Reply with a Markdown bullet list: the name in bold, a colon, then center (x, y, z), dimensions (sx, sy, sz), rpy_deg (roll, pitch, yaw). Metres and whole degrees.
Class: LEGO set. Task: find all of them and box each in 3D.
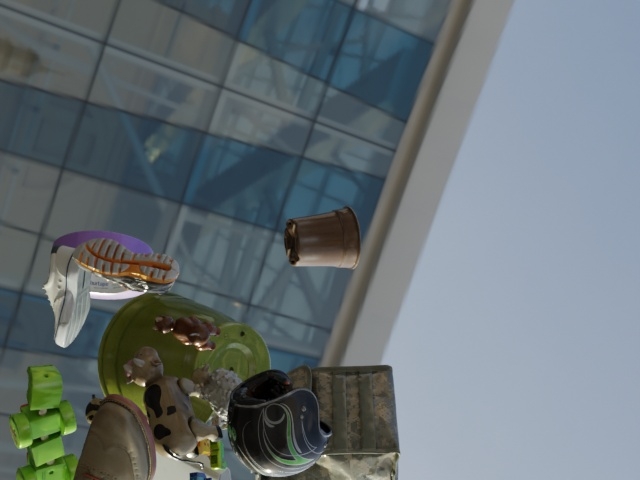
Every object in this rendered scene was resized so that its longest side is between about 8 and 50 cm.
- **LEGO set**: center (-0.213, 0.446, 2.022), dimensions (0.087, 0.093, 0.227), rpy_deg (-14, -113, 25)

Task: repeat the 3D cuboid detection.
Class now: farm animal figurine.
- **farm animal figurine**: center (-0.326, 0.308, 1.955), dimensions (0.330, 0.172, 0.327), rpy_deg (-51, -129, 13)

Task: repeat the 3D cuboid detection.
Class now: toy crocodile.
- **toy crocodile**: center (-0.538, 0.399, 1.927), dimensions (0.105, 0.115, 0.341), rpy_deg (38, -47, 47)

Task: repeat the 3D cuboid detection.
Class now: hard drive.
- **hard drive**: center (-0.327, 0.546, 2.272), dimensions (0.307, 0.040, 0.203), rpy_deg (18, -55, 33)

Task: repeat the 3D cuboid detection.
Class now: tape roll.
- **tape roll**: center (-0.592, 0.070, 2.691), dimensions (0.274, 0.274, 0.090), rpy_deg (-33, -130, 48)

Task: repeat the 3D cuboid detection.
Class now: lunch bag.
- **lunch bag**: center (0.008, 0.374, 1.960), dimensions (0.235, 0.286, 0.169), rpy_deg (-89, 177, -53)

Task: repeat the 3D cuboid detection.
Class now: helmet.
- **helmet**: center (-0.069, 0.312, 1.649), dimensions (0.169, 0.169, 0.162), rpy_deg (17, -54, 59)

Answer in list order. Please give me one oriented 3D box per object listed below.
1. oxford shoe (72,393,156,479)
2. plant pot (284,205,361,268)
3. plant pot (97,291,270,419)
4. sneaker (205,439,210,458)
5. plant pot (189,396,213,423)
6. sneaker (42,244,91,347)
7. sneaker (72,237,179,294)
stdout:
- **oxford shoe**: center (-0.363, 0.420, 1.660), dimensions (0.130, 0.123, 0.348), rpy_deg (-42, 147, -59)
- **plant pot**: center (0.000, 0.000, 2.585), dimensions (0.167, 0.165, 0.167), rpy_deg (174, -90, -71)
- **plant pot**: center (-0.323, 0.320, 2.545), dimensions (0.353, 0.366, 0.367), rpy_deg (0, -104, 49)
- **sneaker**: center (-0.329, 0.625, 2.459), dimensions (0.131, 0.111, 0.297), rpy_deg (-24, 123, -76)
- **plant pot**: center (-0.267, 0.354, 2.105), dimensions (0.083, 0.079, 0.083), rpy_deg (-58, 179, -2)
- **sneaker**: center (-0.569, 0.118, 2.209), dimensions (0.094, 0.091, 0.258), rpy_deg (-44, 155, -59)
- **sneaker**: center (-0.393, 0.061, 1.992), dimensions (0.083, 0.214, 0.084), rpy_deg (109, -4, -51)
